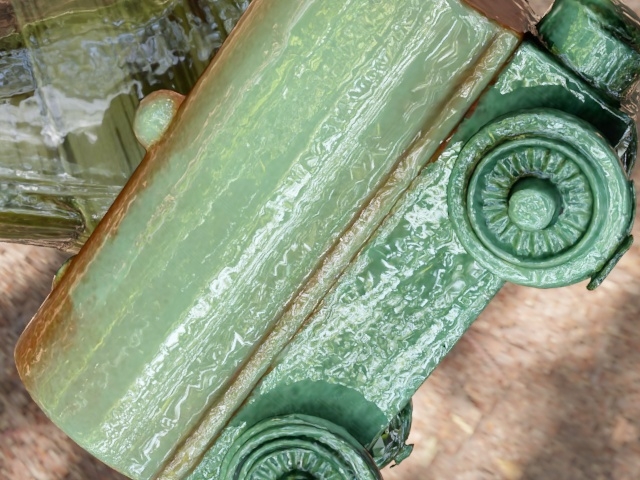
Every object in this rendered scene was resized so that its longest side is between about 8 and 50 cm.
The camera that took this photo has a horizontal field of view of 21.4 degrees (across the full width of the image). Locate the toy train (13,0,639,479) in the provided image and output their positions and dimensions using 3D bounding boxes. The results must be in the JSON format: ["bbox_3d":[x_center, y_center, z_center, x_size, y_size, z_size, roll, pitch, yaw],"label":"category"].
[{"bbox_3d":[0.000,0.000,0.659,0.177,0.116,0.285,37,113,-1],"label":"toy train"}]

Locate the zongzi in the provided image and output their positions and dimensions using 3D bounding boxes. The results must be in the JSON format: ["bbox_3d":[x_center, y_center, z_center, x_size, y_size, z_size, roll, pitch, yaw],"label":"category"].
[{"bbox_3d":[-0.088,-0.005,0.891,0.286,0.134,0.288,-16,117,-8],"label":"zongzi"}]
